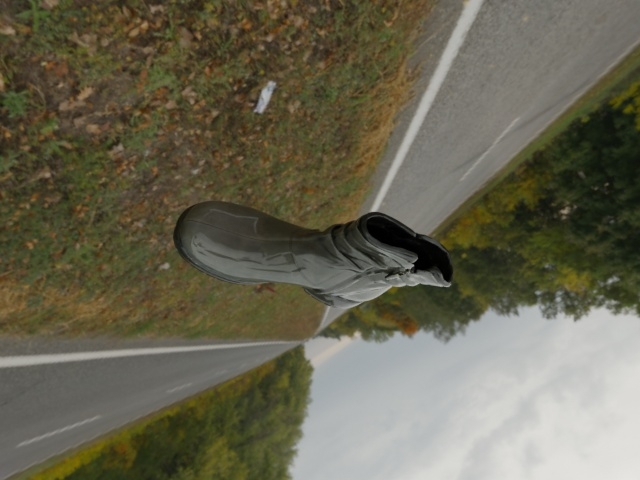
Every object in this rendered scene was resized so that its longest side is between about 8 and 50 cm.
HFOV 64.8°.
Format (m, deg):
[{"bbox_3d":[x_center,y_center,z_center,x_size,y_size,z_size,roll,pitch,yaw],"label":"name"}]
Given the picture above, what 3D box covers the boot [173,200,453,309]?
[{"bbox_3d":[0.000,0.000,0.490,0.247,0.083,0.161,20,154,-30],"label":"boot"}]
